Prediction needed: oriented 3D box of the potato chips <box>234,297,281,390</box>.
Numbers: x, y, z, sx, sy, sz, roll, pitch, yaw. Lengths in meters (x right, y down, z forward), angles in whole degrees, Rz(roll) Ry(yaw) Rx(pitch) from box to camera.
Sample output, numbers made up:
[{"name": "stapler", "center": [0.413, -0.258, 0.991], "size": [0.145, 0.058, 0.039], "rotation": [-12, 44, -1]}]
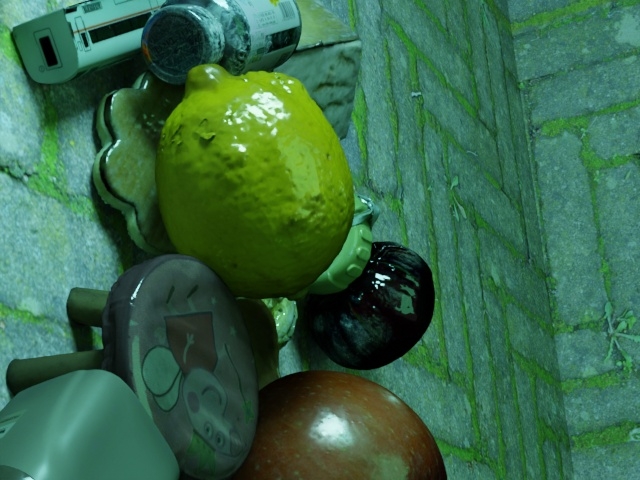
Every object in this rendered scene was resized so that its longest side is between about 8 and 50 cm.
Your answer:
[{"name": "potato chips", "center": [-0.130, 0.175, 1.657], "size": [0.208, 0.061, 0.195], "rotation": [46, 60, -41]}]

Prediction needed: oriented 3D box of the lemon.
[{"name": "lemon", "center": [-0.086, -0.071, 1.484], "size": [0.320, 0.245, 0.245], "rotation": [69, 25, -10]}]

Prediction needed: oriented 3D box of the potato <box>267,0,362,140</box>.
[{"name": "potato", "center": [-0.070, -0.308, 2.034], "size": [0.264, 0.189, 0.211], "rotation": [53, -36, 40]}]

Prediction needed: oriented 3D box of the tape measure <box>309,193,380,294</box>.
[{"name": "tape measure", "center": [0.000, 0.000, 1.905], "size": [0.106, 0.200, 0.175], "rotation": [28, 62, -61]}]

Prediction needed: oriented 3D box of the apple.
[{"name": "apple", "center": [0.008, 0.346, 1.595], "size": [0.348, 0.277, 0.348], "rotation": [-46, 152, -33]}]

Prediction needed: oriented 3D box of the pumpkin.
[{"name": "pumpkin", "center": [0.086, 0.106, 1.983], "size": [0.163, 0.233, 0.233], "rotation": [47, 34, -21]}]

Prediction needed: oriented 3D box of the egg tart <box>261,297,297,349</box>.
[{"name": "egg tart", "center": [-0.098, 0.103, 1.765], "size": [0.197, 0.078, 0.197], "rotation": [34, 49, -51]}]

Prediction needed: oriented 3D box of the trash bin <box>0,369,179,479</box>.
[{"name": "trash bin", "center": [-0.264, 0.270, 1.134], "size": [0.219, 0.219, 0.250], "rotation": [62, 25, -19]}]

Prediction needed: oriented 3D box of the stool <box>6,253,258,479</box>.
[{"name": "stool", "center": [-0.206, 0.161, 1.368], "size": [0.272, 0.178, 0.272], "rotation": [42, 41, -52]}]

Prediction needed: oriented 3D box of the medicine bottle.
[{"name": "medicine bottle", "center": [-0.136, -0.282, 1.619], "size": [0.293, 0.141, 0.141], "rotation": [-40, 114, -65]}]

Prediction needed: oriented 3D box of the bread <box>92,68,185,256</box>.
[{"name": "bread", "center": [-0.217, -0.123, 1.593], "size": [0.207, 0.056, 0.287], "rotation": [43, 48, -22]}]

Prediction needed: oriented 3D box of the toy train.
[{"name": "toy train", "center": [-0.260, -0.291, 1.601], "size": [0.088, 0.086, 0.407], "rotation": [70, 24, -12]}]
